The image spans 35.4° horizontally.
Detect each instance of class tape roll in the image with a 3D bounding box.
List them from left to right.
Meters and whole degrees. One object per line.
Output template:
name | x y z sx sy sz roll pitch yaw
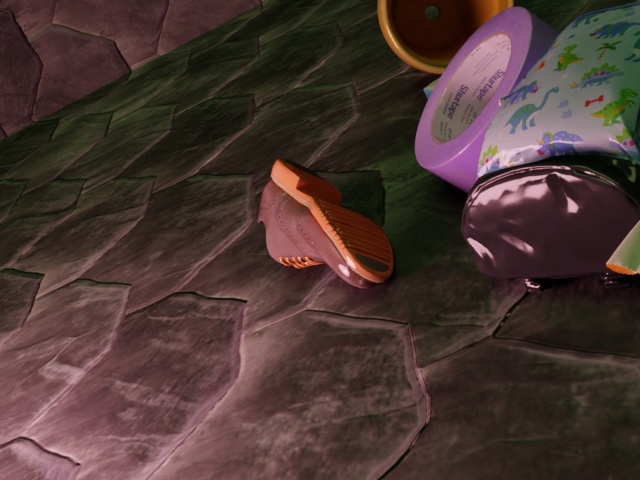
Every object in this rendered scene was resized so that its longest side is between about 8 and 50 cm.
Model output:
tape roll | 0.257 -0.208 1.503 0.275 0.090 0.275 -51 22 29

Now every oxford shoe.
oxford shoe | 0.000 0.000 1.549 0.133 0.130 0.364 -60 30 13

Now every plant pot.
plant pot | 0.232 -0.456 1.976 0.254 0.254 0.239 -29 9 3

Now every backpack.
backpack | 0.359 -0.131 1.250 0.355 0.273 0.290 -34 18 -34

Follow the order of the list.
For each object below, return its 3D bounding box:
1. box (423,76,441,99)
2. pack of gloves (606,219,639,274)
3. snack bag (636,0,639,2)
box | 0.290 -0.256 1.729 0.100 0.060 0.244 -38 26 -16
pack of gloves | 0.434 -0.019 1.004 0.195 0.046 0.232 19 58 44
snack bag | 0.641 -0.355 1.439 0.342 0.037 0.323 -7 28 1
